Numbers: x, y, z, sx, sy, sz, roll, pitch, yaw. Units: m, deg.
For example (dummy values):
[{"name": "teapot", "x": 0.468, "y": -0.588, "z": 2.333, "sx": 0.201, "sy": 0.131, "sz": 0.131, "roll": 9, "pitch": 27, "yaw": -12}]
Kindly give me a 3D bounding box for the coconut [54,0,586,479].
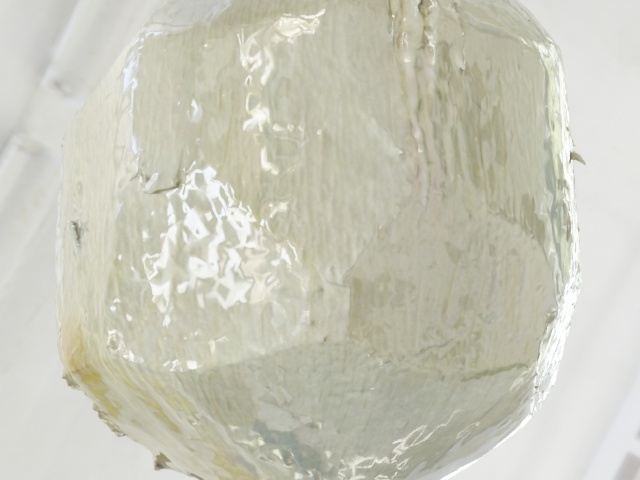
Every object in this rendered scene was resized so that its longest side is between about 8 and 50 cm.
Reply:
[{"name": "coconut", "x": 0.000, "y": 0.000, "z": 0.954, "sx": 0.346, "sy": 0.346, "sz": 0.360, "roll": 16, "pitch": -111, "yaw": -50}]
